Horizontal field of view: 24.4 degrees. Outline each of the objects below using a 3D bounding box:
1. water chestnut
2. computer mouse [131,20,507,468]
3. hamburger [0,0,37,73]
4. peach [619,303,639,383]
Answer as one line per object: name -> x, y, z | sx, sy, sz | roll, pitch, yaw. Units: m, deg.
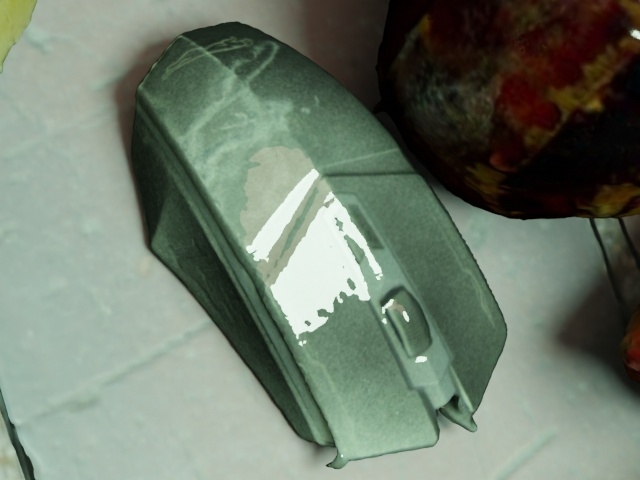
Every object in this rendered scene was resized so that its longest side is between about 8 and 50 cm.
water chestnut -> 0.120, -0.119, 0.671 | 0.238, 0.224, 0.223 | 43, 65, 13
computer mouse -> 0.003, -0.002, 0.680 | 0.126, 0.071, 0.231 | -34, 89, -24
hamburger -> -0.208, -0.145, 0.592 | 0.192, 0.167, 0.288 | -39, 90, -22
peach -> 0.324, 0.019, 0.683 | 0.361, 0.258, 0.201 | 11, 88, -2
